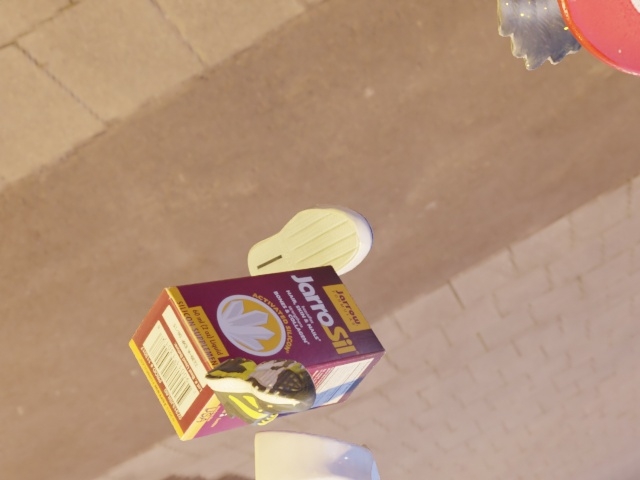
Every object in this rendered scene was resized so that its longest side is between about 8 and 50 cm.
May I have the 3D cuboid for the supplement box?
[{"bbox_3d":[-0.051,0.092,1.039,0.188,0.104,0.081,-7,145,-43],"label":"supplement box"}]

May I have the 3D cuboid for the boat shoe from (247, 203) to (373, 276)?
[{"bbox_3d":[0.000,0.000,1.400,0.076,0.083,0.226,-18,-177,-36],"label":"boat shoe"}]

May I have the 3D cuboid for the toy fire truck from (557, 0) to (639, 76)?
[{"bbox_3d":[0.172,-0.241,0.535,0.254,0.302,0.169,-38,-163,32],"label":"toy fire truck"}]

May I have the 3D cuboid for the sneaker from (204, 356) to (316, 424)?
[{"bbox_3d":[-0.030,0.088,0.688,0.031,0.035,0.083,-37,-153,-33],"label":"sneaker"}]

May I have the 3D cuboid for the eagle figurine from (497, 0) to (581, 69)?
[{"bbox_3d":[0.138,-0.319,0.965,0.225,0.226,0.298,-4,125,-23],"label":"eagle figurine"}]

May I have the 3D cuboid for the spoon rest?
[{"bbox_3d":[0.027,0.237,1.110,0.084,0.137,0.276,-12,151,16],"label":"spoon rest"}]
